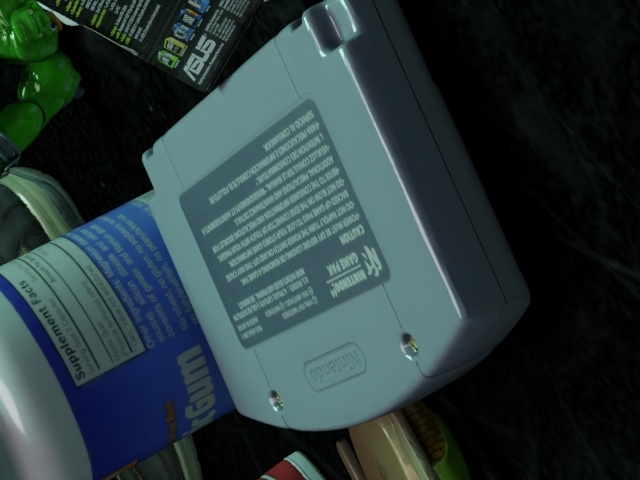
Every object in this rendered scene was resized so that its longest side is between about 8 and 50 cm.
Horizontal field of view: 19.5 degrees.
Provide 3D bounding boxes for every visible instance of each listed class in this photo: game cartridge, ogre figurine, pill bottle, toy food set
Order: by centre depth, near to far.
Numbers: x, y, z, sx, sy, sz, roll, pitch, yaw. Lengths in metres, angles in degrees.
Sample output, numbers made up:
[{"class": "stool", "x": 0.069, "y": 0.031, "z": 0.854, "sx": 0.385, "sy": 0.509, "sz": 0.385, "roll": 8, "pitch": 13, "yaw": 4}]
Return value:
[{"class": "game cartridge", "x": 0.000, "y": 0.000, "z": 0.995, "sx": 0.198, "sy": 0.062, "sz": 0.297, "roll": 63, "pitch": 153, "yaw": 1}, {"class": "toy food set", "x": 0.057, "y": 0.138, "z": 1.134, "sx": 0.132, "sy": 0.038, "sz": 0.192, "roll": 62, "pitch": 166, "yaw": 18}, {"class": "pill bottle", "x": -0.146, "y": 0.072, "z": 1.173, "sx": 0.152, "sy": 0.272, "sz": 0.152, "roll": 49, "pitch": 156, "yaw": 30}, {"class": "ogre figurine", "x": -0.247, "y": -0.148, "z": 1.348, "sx": 0.197, "sy": 0.118, "sz": 0.097, "roll": 59, "pitch": 155, "yaw": 1}]

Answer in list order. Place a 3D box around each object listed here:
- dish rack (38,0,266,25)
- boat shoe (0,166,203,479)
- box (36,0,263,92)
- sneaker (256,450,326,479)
[{"class": "dish rack", "x": -0.157, "y": -0.250, "z": 1.080, "sx": 0.286, "sy": 0.072, "sz": 0.333, "roll": 66, "pitch": 160, "yaw": -13}, {"class": "boat shoe", "x": -0.222, "y": 0.115, "z": 1.603, "sx": 0.355, "sy": 0.130, "sz": 0.132, "roll": 63, "pitch": 159, "yaw": -5}, {"class": "box", "x": -0.099, "y": -0.175, "z": 0.904, "sx": 0.184, "sy": 0.045, "sz": 0.191, "roll": 30, "pitch": 145, "yaw": -5}, {"class": "sneaker", "x": -0.010, "y": 0.206, "z": 1.317, "sx": 0.118, "sy": 0.067, "sz": 0.042, "roll": 43, "pitch": 153, "yaw": 39}]
